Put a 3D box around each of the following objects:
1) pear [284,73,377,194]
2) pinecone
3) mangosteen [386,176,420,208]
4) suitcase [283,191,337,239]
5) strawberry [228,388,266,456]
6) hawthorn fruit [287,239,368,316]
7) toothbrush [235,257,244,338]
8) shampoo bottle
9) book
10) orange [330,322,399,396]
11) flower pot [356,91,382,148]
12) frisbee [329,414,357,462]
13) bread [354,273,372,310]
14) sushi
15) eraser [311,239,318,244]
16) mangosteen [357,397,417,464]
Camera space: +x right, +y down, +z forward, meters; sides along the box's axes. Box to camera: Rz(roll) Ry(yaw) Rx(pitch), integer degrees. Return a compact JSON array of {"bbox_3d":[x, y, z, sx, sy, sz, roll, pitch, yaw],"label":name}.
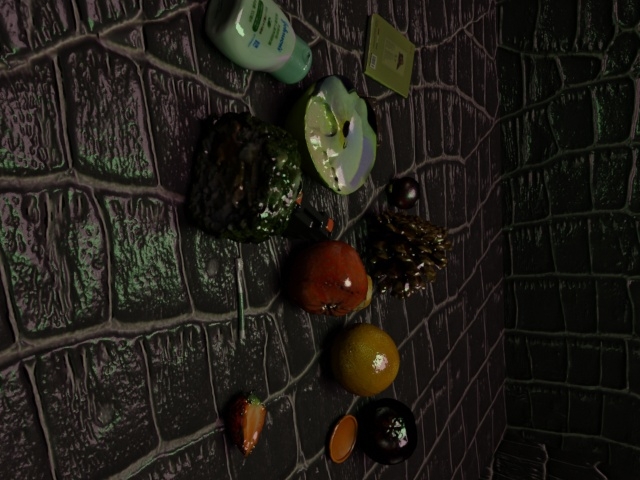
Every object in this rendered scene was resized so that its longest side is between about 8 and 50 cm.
[{"bbox_3d":[0.018,-0.355,1.727,0.398,0.165,0.400,-8,101,-51],"label":"pear"},{"bbox_3d":[0.336,0.066,2.082,0.384,0.384,0.385,-9,101,-51],"label":"pinecone"},{"bbox_3d":[0.360,-0.210,2.215,0.152,0.152,0.153,-9,101,-51],"label":"mangosteen"},{"bbox_3d":[-0.096,-0.086,1.583,0.285,0.206,0.066,40,59,-47],"label":"suitcase"},{"bbox_3d":[-0.236,0.558,1.583,0.140,0.085,0.193,-43,132,-50],"label":"strawberry"},{"bbox_3d":[0.026,0.099,1.738,0.276,0.275,0.308,24,62,-50],"label":"hawthorn fruit"},{"bbox_3d":[-0.249,0.181,1.575,0.024,0.018,0.258,-12,103,-57],"label":"toothbrush"},{"bbox_3d":[-0.161,-0.585,1.485,0.349,0.151,0.222,23,75,-51],"label":"shampoo bottle"},{"bbox_3d":[0.290,-0.764,2.128,0.352,0.035,0.240,7,90,-52],"label":"book"},{"bbox_3d":[0.165,0.451,1.937,0.274,0.274,0.275,-9,101,-51],"label":"orange"},{"bbox_3d":[0.176,-0.451,1.983,0.178,0.084,0.251,-24,113,-48],"label":"flower pot"},{"bbox_3d":[0.087,0.802,2.062,0.192,0.035,0.192,-9,102,-51],"label":"frisbee"},{"bbox_3d":[0.136,0.201,1.983,0.073,0.122,0.149,-14,109,-62],"label":"bread"},{"bbox_3d":[-0.197,-0.165,1.380,0.178,0.293,0.353,16,80,-56],"label":"sushi"},{"bbox_3d":[0.000,0.000,1.859,0.063,0.027,0.085,-54,133,-34],"label":"eraser"},{"bbox_3d":[0.292,0.819,2.169,0.288,0.233,0.288,53,26,-39],"label":"mangosteen"}]
